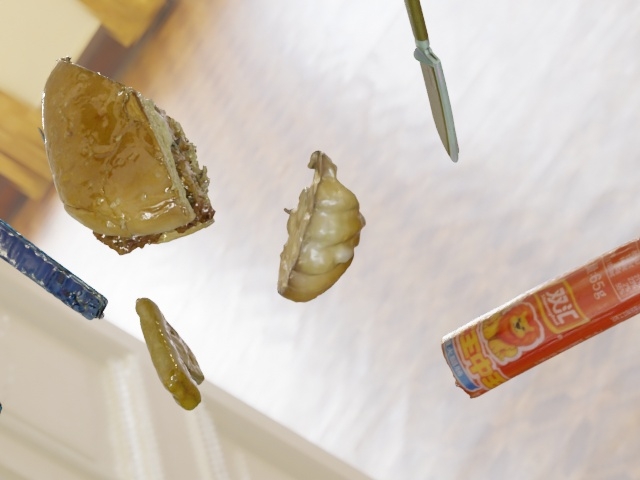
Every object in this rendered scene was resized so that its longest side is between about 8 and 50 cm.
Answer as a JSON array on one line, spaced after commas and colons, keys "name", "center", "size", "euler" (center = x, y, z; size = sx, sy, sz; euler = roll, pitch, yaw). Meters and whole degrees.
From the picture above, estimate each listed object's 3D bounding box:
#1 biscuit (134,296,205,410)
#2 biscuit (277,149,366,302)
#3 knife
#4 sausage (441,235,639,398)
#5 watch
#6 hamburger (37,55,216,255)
[{"name": "biscuit", "center": [-0.200, 0.180, 2.284], "size": [0.039, 0.174, 0.183], "euler": [-28, 43, 1]}, {"name": "biscuit", "center": [0.000, 0.000, 1.449], "size": [0.183, 0.061, 0.118], "euler": [129, 152, -73]}, {"name": "knife", "center": [0.134, -0.228, 2.050], "size": [0.027, 0.343, 0.061], "euler": [-26, 44, -8]}, {"name": "sausage", "center": [0.249, 0.067, 1.601], "size": [0.274, 0.074, 0.074], "euler": [-29, 30, 21]}, {"name": "watch", "center": [-0.408, 0.059, 1.831], "size": [0.068, 0.274, 0.276], "euler": [-50, 0, 30]}, {"name": "hamburger", "center": [-0.250, -0.104, 2.046], "size": [0.282, 0.155, 0.245], "euler": [12, 74, 25]}]
